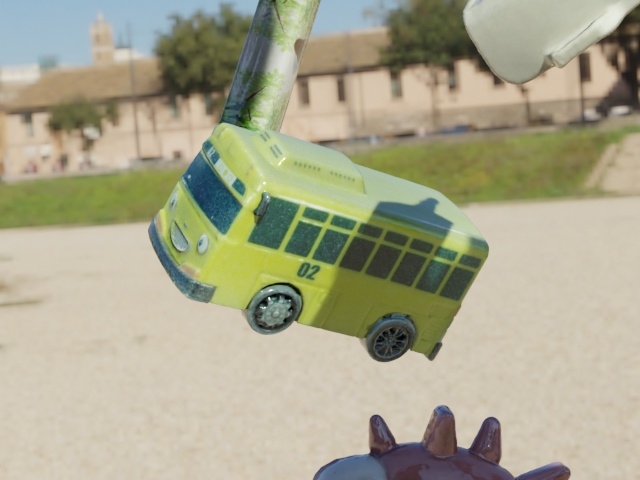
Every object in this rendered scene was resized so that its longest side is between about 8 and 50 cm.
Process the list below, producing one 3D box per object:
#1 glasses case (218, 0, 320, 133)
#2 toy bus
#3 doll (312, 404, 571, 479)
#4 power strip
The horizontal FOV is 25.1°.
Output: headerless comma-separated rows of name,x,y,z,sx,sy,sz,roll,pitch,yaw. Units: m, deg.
glasses case,-0.047,-0.234,1.701,0.062,0.272,0.095,19,3,12
toy bus,0.000,0.000,0.826,0.175,0.101,0.088,16,23,-32
doll,0.087,0.225,1.024,0.262,0.211,0.093,15,0,-2
power strip,0.101,-0.122,0.479,0.060,0.027,0.252,-35,13,34
